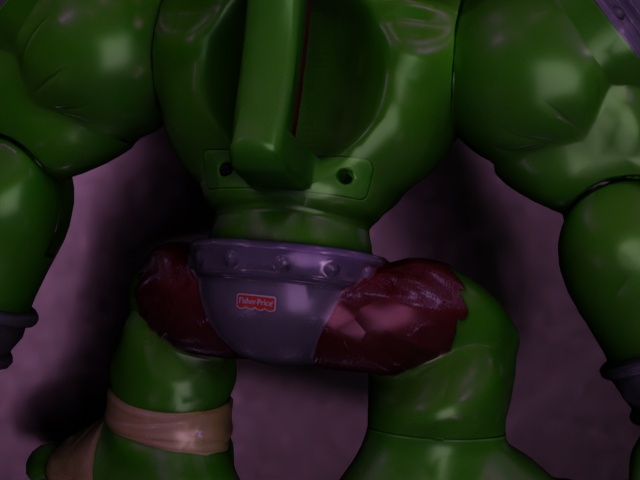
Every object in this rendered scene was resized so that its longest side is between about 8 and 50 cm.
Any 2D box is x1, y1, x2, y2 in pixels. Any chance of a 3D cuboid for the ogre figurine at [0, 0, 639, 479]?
[{"bbox_3d":[0.000,0.000,0.364,0.197,0.097,0.118,6,94,30],"label":"ogre figurine"}]
